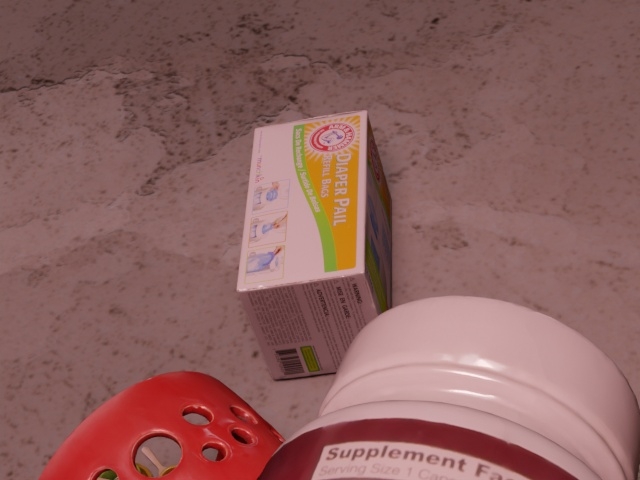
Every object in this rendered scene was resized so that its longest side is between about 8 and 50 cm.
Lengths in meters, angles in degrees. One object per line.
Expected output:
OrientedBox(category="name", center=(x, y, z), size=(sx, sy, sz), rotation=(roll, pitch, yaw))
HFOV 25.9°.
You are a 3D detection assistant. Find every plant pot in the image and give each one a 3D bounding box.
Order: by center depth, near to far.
OrientedBox(category="plant pot", center=(-0.075, 0.209, 0.932), size=(0.174, 0.191, 0.191), rotation=(33, 63, 32))

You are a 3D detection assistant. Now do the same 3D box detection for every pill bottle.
OrientedBox(category="pill bottle", center=(0.043, 0.225, 0.711), size=(0.224, 0.224, 0.392), rotation=(2, 40, 22))

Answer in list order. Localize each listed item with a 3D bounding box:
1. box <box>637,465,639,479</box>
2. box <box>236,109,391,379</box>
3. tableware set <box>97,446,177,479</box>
OrientedBox(category="box", center=(0.292, 0.147, 0.928), size=(0.275, 0.094, 0.113), rotation=(-32, 45, -14))
OrientedBox(category="box", center=(0.000, 0.000, 1.170), size=(0.103, 0.114, 0.203), rotation=(-8, 42, 11))
OrientedBox(category="tableware set", center=(-0.168, 0.222, 1.066), size=(0.154, 0.024, 0.104), rotation=(-36, 46, -19))
